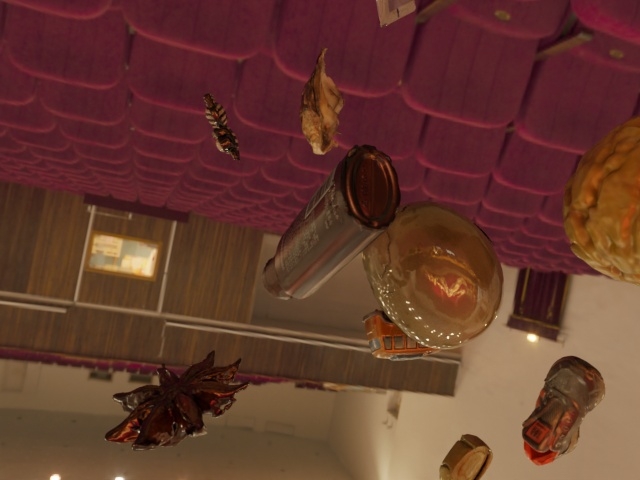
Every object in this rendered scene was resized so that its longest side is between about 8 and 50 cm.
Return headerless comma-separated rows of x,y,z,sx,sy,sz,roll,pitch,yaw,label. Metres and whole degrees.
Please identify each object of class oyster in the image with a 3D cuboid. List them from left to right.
0.003,-0.397,1.602,0.101,0.275,0.271,-10,-164,29,oyster

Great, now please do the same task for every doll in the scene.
-0.298,-0.335,1.708,0.067,0.219,0.091,-25,-169,-1,doll

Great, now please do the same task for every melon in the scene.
0.234,0.062,1.188,0.269,0.330,0.268,-33,-179,1,melon

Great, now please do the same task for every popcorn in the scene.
0.667,-0.070,1.050,0.391,0.343,0.354,-4,-161,1,popcorn

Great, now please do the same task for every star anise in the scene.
-0.238,0.292,0.985,0.272,0.102,0.272,-13,-160,5,star anise

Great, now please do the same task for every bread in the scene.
0.363,0.568,1.434,0.117,0.156,0.064,51,166,-29,bread

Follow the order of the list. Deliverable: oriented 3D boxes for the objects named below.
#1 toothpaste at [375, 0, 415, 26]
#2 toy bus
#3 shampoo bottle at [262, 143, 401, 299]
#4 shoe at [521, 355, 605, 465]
0.150,-0.719,1.371,0.125,0.371,0.080,-35,-146,-21,toothpaste
0.224,0.245,1.498,0.210,0.136,0.126,0,161,-14,toy bus
0.000,0.000,0.808,0.084,0.129,0.323,11,150,-20,shampoo bottle
0.553,0.424,1.359,0.171,0.336,0.132,-26,-136,-30,shoe
